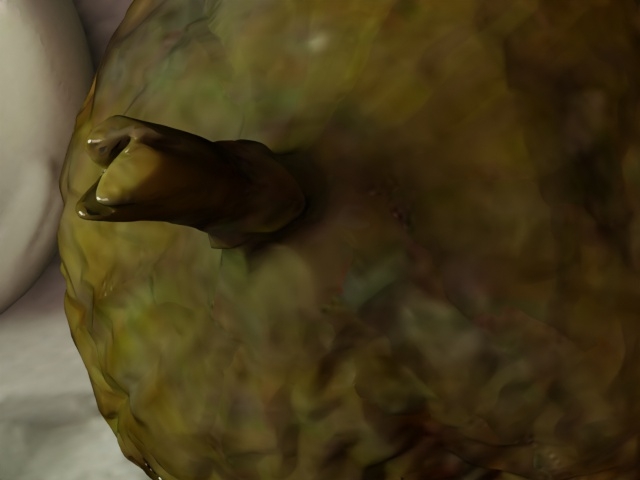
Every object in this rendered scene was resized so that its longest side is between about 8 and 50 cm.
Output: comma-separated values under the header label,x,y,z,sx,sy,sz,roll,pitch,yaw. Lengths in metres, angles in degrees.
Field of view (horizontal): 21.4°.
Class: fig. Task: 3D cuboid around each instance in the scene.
label,x,y,z,sx,sy,sz,roll,pitch,yaw
fig,0.000,0.000,0.609,0.286,0.368,0.286,2,95,22

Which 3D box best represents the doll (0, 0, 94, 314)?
label,x,y,z,sx,sy,sz,roll,pitch,yaw
doll,-0.222,-0.044,0.728,0.251,0.221,0.221,-37,85,10
